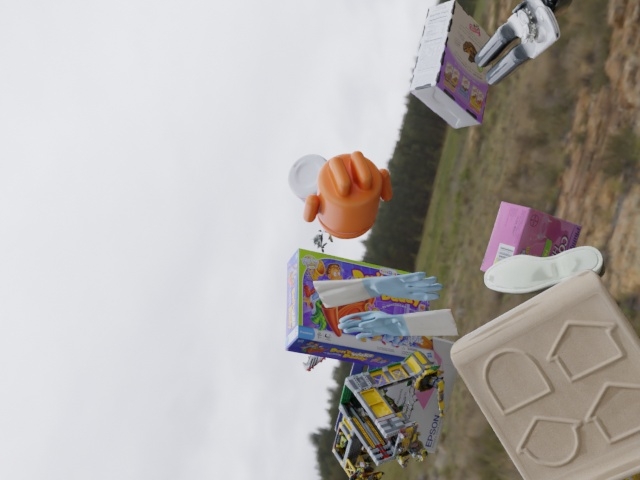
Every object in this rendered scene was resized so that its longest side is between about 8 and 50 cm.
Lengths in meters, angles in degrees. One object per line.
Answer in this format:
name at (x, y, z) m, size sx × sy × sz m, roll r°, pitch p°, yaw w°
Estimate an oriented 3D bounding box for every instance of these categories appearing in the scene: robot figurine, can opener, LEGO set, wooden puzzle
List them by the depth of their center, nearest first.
can opener at (0.318, -0.313, 1.187) m, size 0.093 × 0.074 × 0.280 m, roll -29°, pitch -1°, yaw -8°
wooden puzzle at (0.456, 0.272, 1.397) m, size 0.322 × 0.348 × 0.080 m, roll -35°, pitch -13°, yaw 26°
robot figurine at (0.056, -0.084, 1.492) m, size 0.158 × 0.128 × 0.219 m, roll -53°, pitch -15°, yaw -24°
LEGO set at (0.164, 0.416, 1.611) m, size 0.254 × 0.192 × 0.332 m, roll -3°, pitch -54°, yaw -32°
LEGO set at (0.000, -0.003, 1.784) m, size 0.083 × 0.023 × 0.054 m, roll -53°, pitch 50°, yaw 50°

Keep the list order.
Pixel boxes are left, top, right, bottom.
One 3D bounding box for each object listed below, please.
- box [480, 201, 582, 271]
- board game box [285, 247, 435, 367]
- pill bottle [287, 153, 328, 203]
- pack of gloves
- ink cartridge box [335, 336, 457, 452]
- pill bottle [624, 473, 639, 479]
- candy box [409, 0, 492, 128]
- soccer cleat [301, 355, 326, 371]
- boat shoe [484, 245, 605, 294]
box at (0.624, 0.023, 2.247) m, size 0.242 × 0.117 × 0.214 m, roll 15°, pitch -86°, yaw -34°
board game box at (0.092, 0.168, 1.792) m, size 0.078 × 0.346 × 0.234 m, roll 129°, pitch 148°, yaw -50°
pill bottle at (0.009, -0.135, 2.049) m, size 0.221 × 0.124 × 0.124 m, roll 39°, pitch -112°, yaw -60°
pack of gloves at (0.126, 0.112, 1.411) m, size 0.195 × 0.231 × 0.046 m, roll 63°, pitch -151°, yaw -46°
ink cartridge box at (0.231, 0.417, 2.147) m, size 0.330 × 0.071 × 0.324 m, roll 17°, pitch -92°, yaw -32°
pill bottle at (0.827, 0.628, 2.126) m, size 0.245 × 0.136 × 0.136 m, roll -40°, pitch -35°, yaw -46°
candy box at (0.271, -0.353, 1.535) m, size 0.164 × 0.070 × 0.196 m, roll 29°, pitch -112°, yaw -41°
soccer cleat at (-0.014, 0.316, 2.029) m, size 0.083 × 0.036 × 0.029 m, roll -36°, pitch 1°, yaw -23°
boat shoe at (0.585, 0.091, 1.984) m, size 0.091 × 0.304 × 0.109 m, roll 40°, pitch -135°, yaw -52°
